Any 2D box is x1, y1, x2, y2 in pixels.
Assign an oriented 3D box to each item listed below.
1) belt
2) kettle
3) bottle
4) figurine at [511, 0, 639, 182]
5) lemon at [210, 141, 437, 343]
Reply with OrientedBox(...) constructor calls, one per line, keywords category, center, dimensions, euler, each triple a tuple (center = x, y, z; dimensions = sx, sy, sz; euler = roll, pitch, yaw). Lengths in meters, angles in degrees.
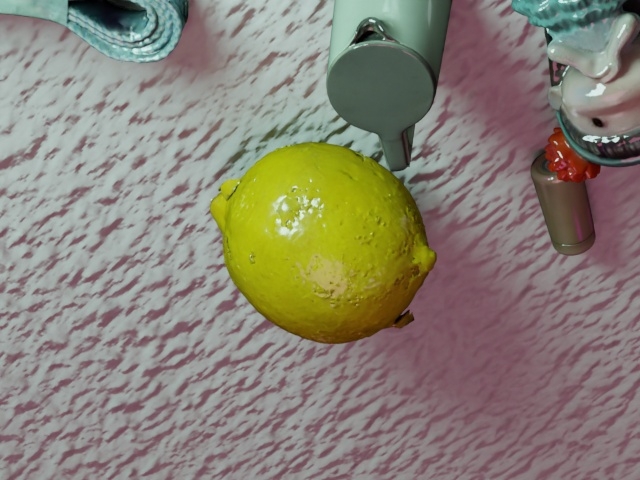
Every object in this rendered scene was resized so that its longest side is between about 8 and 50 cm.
OrientedBox(category="belt", center=(-0.260, -0.211, 1.566), dimensions=(0.302, 0.072, 0.087), euler=(10, 128, -1))
OrientedBox(category="kettle", center=(0.051, -0.154, 1.523), dimensions=(0.098, 0.148, 0.127), euler=(18, 130, -9))
OrientedBox(category="bottle", center=(0.216, -0.033, 1.671), dimensions=(0.045, 0.045, 0.096), euler=(-8, 131, 14))
OrientedBox(category="figurine", center=(0.215, -0.163, 1.526), dimensions=(0.138, 0.110, 0.245), euler=(-11, 125, 28))
OrientedBox(category="lemon", center=(0.000, 0.000, 1.645), dimensions=(0.206, 0.173, 0.173), euler=(23, 130, 1))
